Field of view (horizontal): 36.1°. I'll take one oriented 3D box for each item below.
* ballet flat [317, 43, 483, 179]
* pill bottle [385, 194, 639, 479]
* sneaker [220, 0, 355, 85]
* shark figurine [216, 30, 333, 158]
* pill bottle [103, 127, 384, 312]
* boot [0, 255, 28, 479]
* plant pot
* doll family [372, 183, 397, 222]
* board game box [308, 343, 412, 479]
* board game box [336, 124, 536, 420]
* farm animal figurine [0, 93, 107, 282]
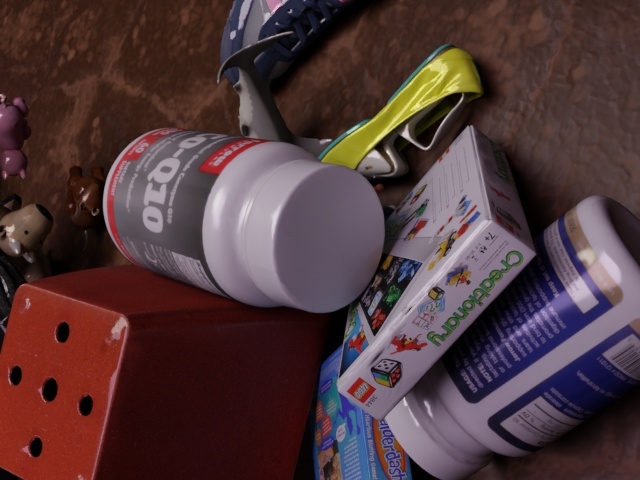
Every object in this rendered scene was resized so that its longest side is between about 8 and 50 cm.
[{"bbox_3d":[0.085,-0.116,1.080,0.231,0.077,0.077,-41,70,24],"label":"ballet flat"},{"bbox_3d":[0.186,0.094,0.863,0.265,0.153,0.153,-41,53,25],"label":"pill bottle"},{"bbox_3d":[-0.007,-0.305,1.191,0.319,0.112,0.131,-57,45,15],"label":"sneaker"},{"bbox_3d":[-0.045,-0.127,1.162,0.116,0.278,0.166,-6,28,2],"label":"shark figurine"},{"bbox_3d":[-0.081,-0.024,0.981,0.283,0.161,0.161,13,86,48],"label":"pill bottle"},{"bbox_3d":[-0.441,0.212,1.330,0.260,0.131,0.348,41,108,2],"label":"boot"},{"bbox_3d":[-0.187,0.159,1.019,0.267,0.236,0.267,12,87,38],"label":"plant pot"},{"bbox_3d":[0.000,0.000,1.090,0.193,0.111,0.076,-53,49,16],"label":"doll family"},{"bbox_3d":[0.038,0.218,0.985,0.160,0.047,0.210,128,140,-60],"label":"board game box"},{"bbox_3d":[0.102,0.013,0.909,0.193,0.053,0.305,-50,9,20],"label":"board game box"},{"bbox_3d":[-0.466,-0.031,1.365,0.327,0.330,0.172,-43,43,27],"label":"farm animal figurine"}]
